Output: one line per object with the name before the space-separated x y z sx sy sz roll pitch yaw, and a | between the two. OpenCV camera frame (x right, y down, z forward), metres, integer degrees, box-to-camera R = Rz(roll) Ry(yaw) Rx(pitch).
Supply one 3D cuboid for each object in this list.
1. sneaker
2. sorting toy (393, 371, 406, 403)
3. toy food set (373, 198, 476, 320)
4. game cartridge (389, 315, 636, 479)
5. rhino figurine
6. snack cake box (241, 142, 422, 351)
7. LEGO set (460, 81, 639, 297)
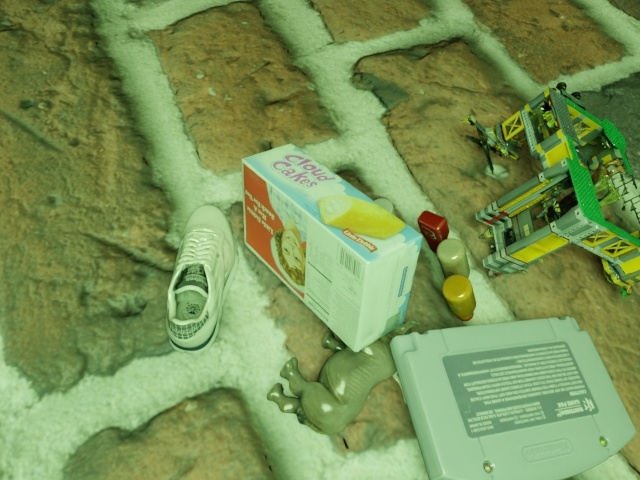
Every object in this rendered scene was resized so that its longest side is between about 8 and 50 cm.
sneaker | -0.168 0.037 0.728 0.090 0.094 0.234 0 58 -2
sorting toy | 0.138 0.184 0.691 0.075 0.045 0.083 -21 65 -5
toy food set | 0.140 0.023 0.772 0.232 0.104 0.111 26 74 32
game cartridge | 0.244 0.200 0.644 0.295 0.060 0.196 -1 55 -21
rhino figurine | 0.049 0.152 0.685 0.106 0.073 0.243 37 63 22
snack cake box | 0.000 0.000 0.682 0.089 0.152 0.264 -25 47 -30
LEGO set | 0.357 -0.060 0.802 0.255 0.192 0.331 12 58 -31
